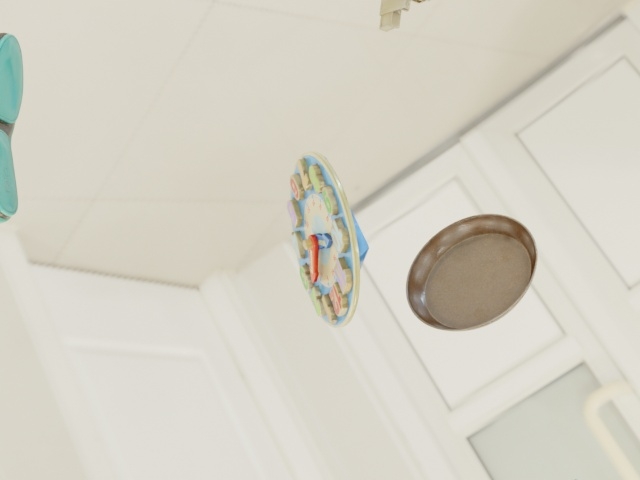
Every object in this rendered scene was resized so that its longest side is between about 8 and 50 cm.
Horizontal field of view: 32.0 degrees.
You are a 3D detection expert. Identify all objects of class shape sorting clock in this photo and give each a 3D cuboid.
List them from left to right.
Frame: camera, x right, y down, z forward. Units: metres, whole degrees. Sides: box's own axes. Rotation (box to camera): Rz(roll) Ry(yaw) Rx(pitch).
[{"bbox_3d":[0.000,0.000,1.287,0.040,0.206,0.206,-14,148,-21],"label":"shape sorting clock"}]

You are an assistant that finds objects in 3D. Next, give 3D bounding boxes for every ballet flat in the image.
[{"bbox_3d":[-0.405,-0.133,1.321,0.087,0.247,0.083,-9,160,15],"label":"ballet flat"}]

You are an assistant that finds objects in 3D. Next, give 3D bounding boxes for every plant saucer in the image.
[{"bbox_3d":[0.183,0.043,1.331,0.168,0.168,0.029,-34,131,8],"label":"plant saucer"}]

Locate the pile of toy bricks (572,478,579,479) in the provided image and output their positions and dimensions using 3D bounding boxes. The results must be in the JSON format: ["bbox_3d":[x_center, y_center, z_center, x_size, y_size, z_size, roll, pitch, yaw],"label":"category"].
[{"bbox_3d":[0.279,0.366,1.387,0.212,0.118,0.105,-31,138,34],"label":"pile of toy bricks"}]

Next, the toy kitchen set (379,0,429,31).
[{"bbox_3d":[0.147,-0.378,1.808,0.075,0.083,0.068,14,170,-32],"label":"toy kitchen set"}]
